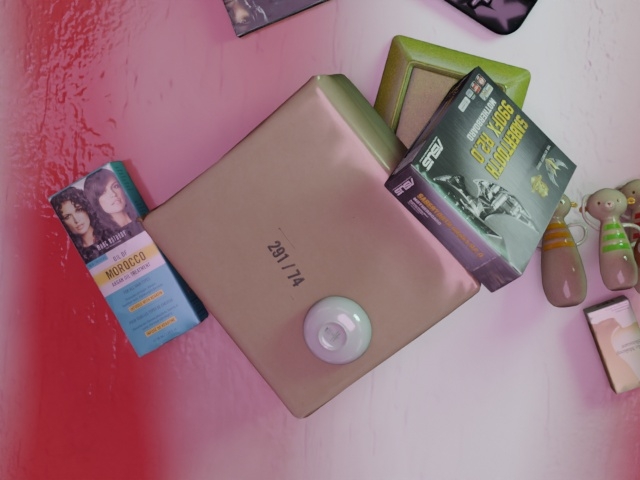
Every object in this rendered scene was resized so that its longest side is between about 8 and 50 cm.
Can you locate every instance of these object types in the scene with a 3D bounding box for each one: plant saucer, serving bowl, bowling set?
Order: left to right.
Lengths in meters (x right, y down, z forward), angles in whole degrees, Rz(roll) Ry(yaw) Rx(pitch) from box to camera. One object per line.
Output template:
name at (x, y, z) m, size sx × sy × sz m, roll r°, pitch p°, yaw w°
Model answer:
serving bowl at (0.017, 0.109, 1.398) m, size 0.083 × 0.027 × 0.083 m, roll 3°, pitch 102°, yaw 14°
plant saucer at (0.159, -0.153, 1.536) m, size 0.188 × 0.045 × 0.188 m, roll 16°, pitch 97°, yaw 3°
bowling set at (0.408, -0.020, 1.448) m, size 0.286 × 0.200 × 0.154 m, roll -6°, pitch 76°, yaw 0°

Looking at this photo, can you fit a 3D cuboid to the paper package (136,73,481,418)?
paper package at (0.000, 0.000, 1.481) m, size 0.309 × 0.168 × 0.325 m, roll -38°, pitch 91°, yaw 19°

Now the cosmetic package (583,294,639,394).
cosmetic package at (0.390, 0.135, 1.545) m, size 0.060 × 0.041 × 0.115 m, roll -22°, pitch 93°, yaw 6°

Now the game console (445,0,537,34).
game console at (0.202, -0.424, 1.423) m, size 0.250 × 0.173 × 0.293 m, roll 33°, pitch 107°, yaw 1°

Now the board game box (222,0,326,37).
board game box at (-0.045, -0.356, 1.543) m, size 0.186 × 0.026 × 0.126 m, roll -22°, pitch 93°, yaw 7°

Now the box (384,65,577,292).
box at (0.196, -0.077, 1.412) m, size 0.183 × 0.231 × 0.056 m, roll 44°, pitch 136°, yaw -7°

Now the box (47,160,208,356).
box at (-0.254, 0.023, 1.582) m, size 0.100 × 0.060 × 0.244 m, roll -30°, pitch 93°, yaw 7°
